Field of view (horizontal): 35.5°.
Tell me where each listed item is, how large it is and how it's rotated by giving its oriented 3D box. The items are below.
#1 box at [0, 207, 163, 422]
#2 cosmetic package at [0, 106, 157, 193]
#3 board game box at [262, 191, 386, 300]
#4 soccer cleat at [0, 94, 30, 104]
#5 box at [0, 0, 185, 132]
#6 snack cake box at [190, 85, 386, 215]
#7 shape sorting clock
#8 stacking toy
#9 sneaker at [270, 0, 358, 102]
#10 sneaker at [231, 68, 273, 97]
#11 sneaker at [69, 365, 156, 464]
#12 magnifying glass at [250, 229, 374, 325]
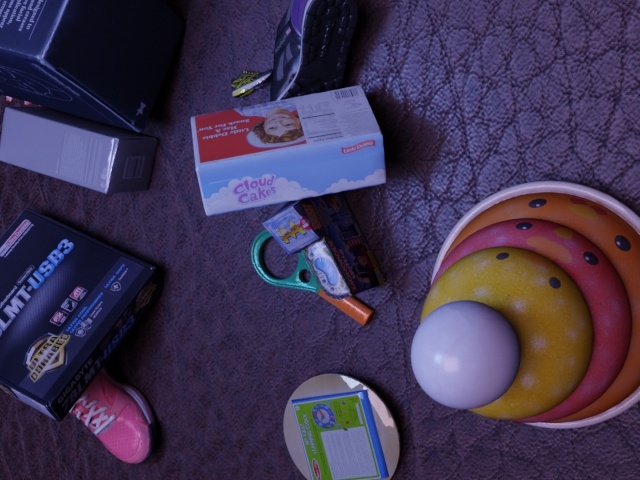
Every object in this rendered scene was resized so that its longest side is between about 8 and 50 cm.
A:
[{"bbox_3d":[-0.469,0.117,1.690,0.293,0.073,0.296,24,62,21],"label":"box"},{"bbox_3d":[-0.413,-0.155,1.699,0.237,0.127,0.107,19,104,20],"label":"cosmetic package"},{"bbox_3d":[0.000,0.000,1.485,0.060,0.194,0.194,-29,83,25],"label":"board game box"},{"bbox_3d":[-0.558,-0.295,1.785,0.196,0.068,0.076,23,102,24],"label":"soccer cleat"},{"bbox_3d":[-0.472,-0.356,1.583,0.395,0.293,0.212,18,81,22],"label":"box"},{"bbox_3d":[-0.049,-0.132,1.450,0.264,0.152,0.089,-11,127,-3],"label":"snack cake box"},{"bbox_3d":[0.033,0.310,1.589,0.206,0.040,0.206,5,101,24],"label":"shape sorting clock"},{"bbox_3d":[0.241,0.112,1.228,0.350,0.480,0.351,3,97,24],"label":"stacking toy"},{"bbox_3d":[-0.025,-0.273,1.537,0.124,0.107,0.283,58,136,48],"label":"sneaker"},{"bbox_3d":[-0.112,-0.258,1.598,0.083,0.031,0.035,-23,85,25],"label":"sneaker"},{"bbox_3d":[-0.414,0.268,1.739,0.116,0.136,0.314,-43,78,24],"label":"sneaker"},{"bbox_3d":[-0.014,0.061,1.595,0.231,0.026,0.092,35,108,20],"label":"magnifying glass"}]
